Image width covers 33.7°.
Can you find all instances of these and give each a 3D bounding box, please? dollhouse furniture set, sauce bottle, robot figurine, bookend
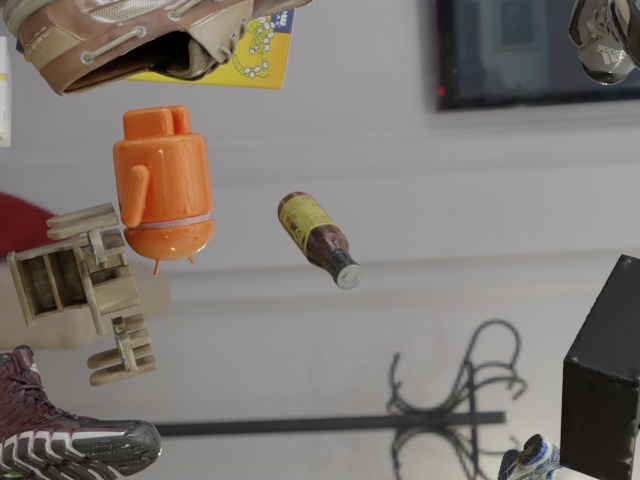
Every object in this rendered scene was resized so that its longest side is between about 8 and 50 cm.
[{"bbox_3d":[-0.337,0.070,1.449,0.242,0.161,0.212,-144,-140,-72],"label":"dollhouse furniture set"},{"bbox_3d":[0.000,0.000,0.954,0.128,0.042,0.042,-129,-154,-53],"label":"sauce bottle"},{"bbox_3d":[-0.209,-0.067,1.409,0.158,0.128,0.219,-156,-121,-74],"label":"robot figurine"},{"bbox_3d":[0.294,0.127,1.022,0.156,0.072,0.157,-50,145,-38],"label":"bookend"}]

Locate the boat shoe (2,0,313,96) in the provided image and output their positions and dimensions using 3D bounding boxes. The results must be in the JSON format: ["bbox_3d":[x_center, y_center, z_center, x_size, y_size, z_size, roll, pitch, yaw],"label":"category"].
[{"bbox_3d":[-0.130,-0.205,1.000,0.116,0.324,0.123,66,-28,8],"label":"boat shoe"}]

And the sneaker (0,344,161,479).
[{"bbox_3d":[-0.307,0.184,1.175,0.106,0.281,0.162,61,23,-53],"label":"sneaker"}]

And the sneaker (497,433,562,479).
[{"bbox_3d":[0.284,0.308,1.423,0.135,0.058,0.052,-52,-167,57],"label":"sneaker"}]

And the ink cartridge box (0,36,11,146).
[{"bbox_3d":[-0.467,-0.182,1.384,0.067,0.115,0.198,99,-17,-46],"label":"ink cartridge box"}]

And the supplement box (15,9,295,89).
[{"bbox_3d":[-0.232,-0.340,1.551,0.357,0.194,0.195,-4,110,-43],"label":"supplement box"}]

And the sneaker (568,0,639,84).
[{"bbox_3d":[0.207,-0.136,0.671,0.228,0.086,0.132,-73,179,-45],"label":"sneaker"}]
